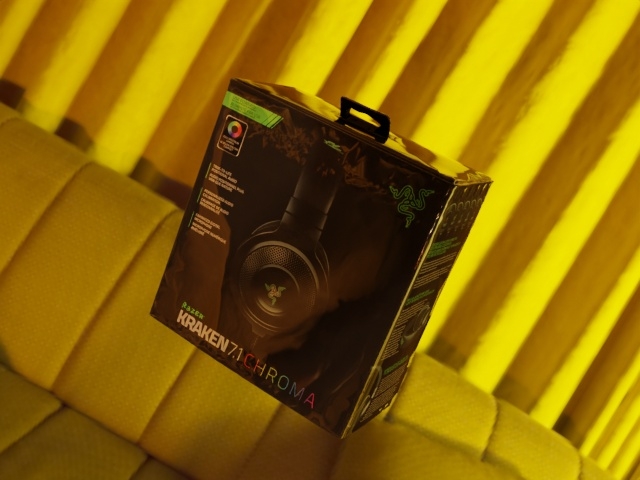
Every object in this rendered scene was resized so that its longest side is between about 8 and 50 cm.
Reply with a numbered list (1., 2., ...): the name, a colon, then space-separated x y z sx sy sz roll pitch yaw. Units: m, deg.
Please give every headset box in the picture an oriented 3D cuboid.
1. headset box: 0.000 0.000 0.784 0.246 0.283 0.131 29 18 21
